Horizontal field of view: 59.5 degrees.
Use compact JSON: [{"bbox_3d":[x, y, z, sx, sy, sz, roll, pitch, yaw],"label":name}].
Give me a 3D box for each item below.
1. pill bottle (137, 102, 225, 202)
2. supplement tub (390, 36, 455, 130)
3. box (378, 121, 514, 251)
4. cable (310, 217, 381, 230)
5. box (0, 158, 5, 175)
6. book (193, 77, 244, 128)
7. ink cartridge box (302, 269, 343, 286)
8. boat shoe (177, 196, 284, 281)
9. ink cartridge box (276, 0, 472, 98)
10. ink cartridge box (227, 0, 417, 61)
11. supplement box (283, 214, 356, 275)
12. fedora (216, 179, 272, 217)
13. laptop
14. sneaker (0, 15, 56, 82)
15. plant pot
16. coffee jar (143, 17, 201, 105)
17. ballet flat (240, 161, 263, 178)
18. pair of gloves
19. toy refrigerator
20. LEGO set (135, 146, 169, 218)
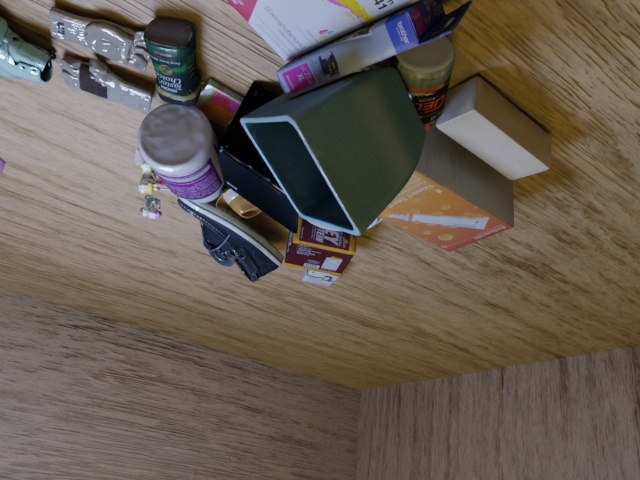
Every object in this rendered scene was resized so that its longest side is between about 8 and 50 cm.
[{"bbox_3d":[-0.318,-0.195,1.360,0.169,0.169,0.301,6,166,2],"label":"pill bottle"},{"bbox_3d":[0.192,-0.304,1.098,0.116,0.117,0.190,4,154,6],"label":"supplement tub"},{"bbox_3d":[0.275,-0.131,1.362,0.345,0.168,0.215,23,149,-29],"label":"box"},{"bbox_3d":[0.056,-0.114,1.543,0.257,0.089,0.257,-16,146,40],"label":"cable"},{"bbox_3d":[-1.061,-0.235,1.550,0.242,0.117,0.214,5,153,6],"label":"box"},{"bbox_3d":[-0.219,-0.307,1.293,0.144,0.035,0.096,26,145,-33],"label":"book"},{"bbox_3d":[0.009,0.106,2.015,0.109,0.063,0.150,14,152,-14],"label":"ink cartridge box"},{"bbox_3d":[-0.284,-0.007,1.710,0.187,0.156,0.500,44,178,35],"label":"boat shoe"},{"bbox_3d":[0.091,-0.348,0.964,0.311,0.186,0.065,-10,118,33],"label":"ink cartridge box"},{"bbox_3d":[0.004,-0.440,0.862,0.306,0.131,0.226,-11,147,35],"label":"ink cartridge box"},{"bbox_3d":[0.000,0.000,1.734,0.191,0.129,0.194,12,153,-8],"label":"supplement box"},{"bbox_3d":[-0.187,-0.114,1.516,0.194,0.079,0.194,-29,171,-5],"label":"fedora"},{"bbox_3d":[-0.102,-0.181,1.285,0.234,0.264,0.136,34,-166,12],"label":"laptop"},{"bbox_3d":[-0.627,-0.410,1.116,0.151,0.094,0.256,13,163,0],"label":"sneaker"},{"bbox_3d":[0.046,-0.197,1.059,0.247,0.252,0.248,57,162,-24],"label":"plant pot"},{"bbox_3d":[-0.299,-0.360,1.152,0.096,0.079,0.184,12,153,1],"label":"coffee jar"},{"bbox_3d":[-0.033,-0.232,1.298,0.408,0.147,0.147,-10,149,29],"label":"ballet flat"},{"bbox_3d":[-0.459,-0.381,1.195,0.204,0.042,0.240,15,151,-7],"label":"pair of gloves"},{"bbox_3d":[0.381,-0.238,1.213,0.269,0.094,0.102,26,155,-31],"label":"toy refrigerator"},{"bbox_3d":[-0.430,-0.183,1.500,0.107,0.132,0.287,4,148,-13],"label":"LEGO set"}]
